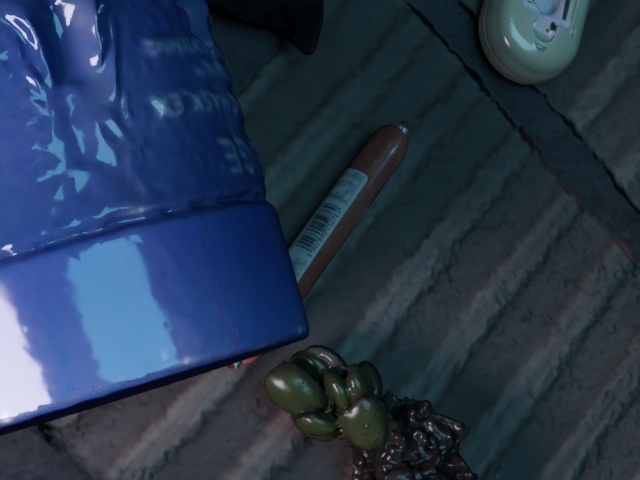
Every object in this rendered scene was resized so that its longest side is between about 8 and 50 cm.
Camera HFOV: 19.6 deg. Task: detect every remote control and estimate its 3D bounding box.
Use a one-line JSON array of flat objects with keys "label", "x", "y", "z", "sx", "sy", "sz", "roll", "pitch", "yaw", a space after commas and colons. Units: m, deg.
[{"label": "remote control", "x": 0.173, "y": -0.219, "z": 1.370, "sx": 0.078, "sy": 0.042, "sz": 0.221, "roll": 23, "pitch": 71, "yaw": -20}]

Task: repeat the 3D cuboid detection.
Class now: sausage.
[{"label": "sausage", "x": 0.000, "y": 0.000, "z": 1.247, "sx": 0.029, "sy": 0.029, "sz": 0.223, "roll": 42, "pitch": 65, "yaw": -14}]

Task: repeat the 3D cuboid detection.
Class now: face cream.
[{"label": "face cream", "x": -0.153, "y": -0.014, "z": 1.048, "sx": 0.249, "sy": 0.249, "sz": 0.225, "roll": -17, "pitch": 87, "yaw": -28}]

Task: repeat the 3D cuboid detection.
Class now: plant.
[{"label": "plant", "x": 0.038, "y": 0.130, "z": 1.218, "sx": 0.174, "sy": 0.087, "sz": 0.085, "roll": 42, "pitch": 30, "yaw": -10}]

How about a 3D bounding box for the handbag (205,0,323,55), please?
[{"label": "handbag", "x": -0.076, "y": -0.271, "z": 1.231, "sx": 0.211, "sy": 0.088, "sz": 0.254, "roll": 14, "pitch": 78, "yaw": -26}]
